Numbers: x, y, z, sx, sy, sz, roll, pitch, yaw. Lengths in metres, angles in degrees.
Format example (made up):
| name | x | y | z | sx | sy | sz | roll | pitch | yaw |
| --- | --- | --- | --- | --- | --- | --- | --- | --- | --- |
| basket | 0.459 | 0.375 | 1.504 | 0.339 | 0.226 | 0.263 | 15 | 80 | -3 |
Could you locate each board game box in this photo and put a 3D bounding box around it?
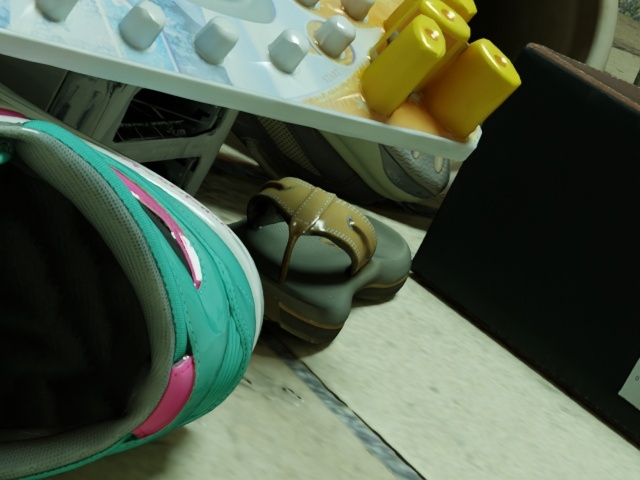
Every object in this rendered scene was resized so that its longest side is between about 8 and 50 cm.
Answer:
| name | x | y | z | sx | sy | sz | roll | pitch | yaw |
| --- | --- | --- | --- | --- | --- | --- | --- | --- | --- |
| board game box | -0.121 | -0.223 | 0.708 | 0.390 | 0.050 | 0.390 | 10 | 46 | -44 |

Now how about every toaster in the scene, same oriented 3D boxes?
| name | x | y | z | sx | sy | sz | roll | pitch | yaw |
| --- | --- | --- | --- | --- | --- | --- | --- | --- | --- |
| toaster | -0.132 | -0.080 | 0.785 | 0.146 | 0.129 | 0.227 | 32 | 14 | 16 |

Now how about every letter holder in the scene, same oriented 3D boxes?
| name | x | y | z | sx | sy | sz | roll | pitch | yaw |
| --- | --- | --- | --- | --- | --- | --- | --- | --- | --- |
| letter holder | 0.243 | 0.036 | 0.945 | 0.214 | 0.152 | 0.302 | 10 | 22 | -49 |

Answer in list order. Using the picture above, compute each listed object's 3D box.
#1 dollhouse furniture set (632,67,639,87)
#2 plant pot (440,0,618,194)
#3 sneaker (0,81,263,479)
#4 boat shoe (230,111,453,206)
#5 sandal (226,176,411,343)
| name | x | y | z | sx | sy | sz | roll | pitch | yaw |
| --- | --- | --- | --- | --- | --- | --- | --- | --- | --- |
| dollhouse furniture set | 0.220 | -0.022 | 1.202 | 0.212 | 0.161 | 0.242 | 25 | -6 | -3 |
| plant pot | 0.050 | -0.157 | 1.172 | 0.263 | 0.263 | 0.229 | 23 | -3 | -7 |
| sneaker | -0.157 | -0.010 | 0.553 | 0.296 | 0.123 | 0.178 | 25 | 6 | -5 |
| boat shoe | -0.061 | -0.139 | 0.932 | 0.355 | 0.130 | 0.132 | 51 | 39 | -28 |
| sandal | 0.000 | 0.000 | 0.849 | 0.090 | 0.060 | 0.219 | 30 | 16 | 18 |
